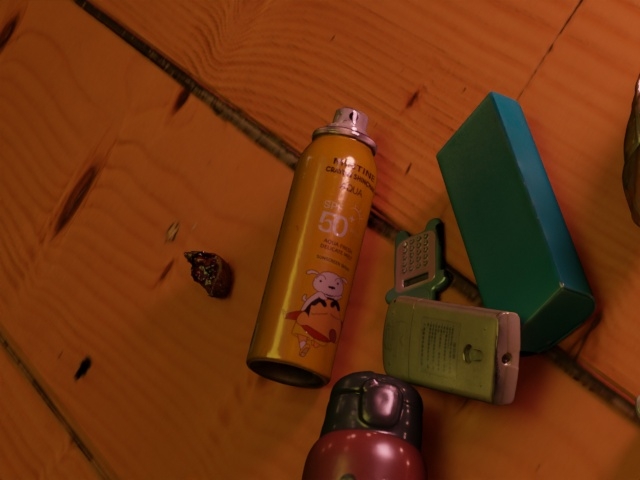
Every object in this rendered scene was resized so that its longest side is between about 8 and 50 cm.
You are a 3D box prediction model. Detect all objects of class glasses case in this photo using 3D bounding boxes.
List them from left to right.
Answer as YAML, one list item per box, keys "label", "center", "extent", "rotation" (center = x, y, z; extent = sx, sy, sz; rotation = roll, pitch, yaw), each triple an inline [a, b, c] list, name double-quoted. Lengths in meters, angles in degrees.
- label: "glasses case"
  center: [0.214, -0.019, 1.818]
  extent: [0.117, 0.070, 0.301]
  rotation: [-49, 39, 34]

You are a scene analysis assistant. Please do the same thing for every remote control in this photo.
- label: "remote control"
  center: [0.139, 0.116, 1.788]
  extent: [0.233, 0.038, 0.098]
  rotation: [6, 92, 63]

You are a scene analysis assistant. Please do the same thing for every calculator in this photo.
- label: "calculator"
  center: [0.114, 0.042, 1.928]
  extent: [0.094, 0.019, 0.141]
  rotation: [-23, 51, 35]

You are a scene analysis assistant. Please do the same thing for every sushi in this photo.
- label: "sushi"
  center: [-0.149, 0.041, 2.203]
  extent: [0.050, 0.047, 0.099]
  rotation: [-55, 39, 3]

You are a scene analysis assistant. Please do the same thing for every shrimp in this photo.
- label: "shrimp"
  center: [0.344, -0.135, 1.689]
  extent: [0.059, 0.145, 0.254]
  rotation: [10, 70, 15]

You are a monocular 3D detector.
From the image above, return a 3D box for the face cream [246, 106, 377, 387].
- label: "face cream"
  center: [0.000, 0.000, 2.014]
  extent: [0.105, 0.105, 0.348]
  rotation: [-8, 61, 46]

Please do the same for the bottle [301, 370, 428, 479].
- label: "bottle"
  center: [0.036, 0.304, 1.748]
  extent: [0.144, 0.144, 0.336]
  rotation: [-18, 53, 42]

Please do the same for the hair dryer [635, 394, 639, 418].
- label: "hair dryer"
  center: [0.344, 0.189, 1.562]
  extent: [0.063, 0.038, 0.124]
  rotation: [-34, 50, 30]
